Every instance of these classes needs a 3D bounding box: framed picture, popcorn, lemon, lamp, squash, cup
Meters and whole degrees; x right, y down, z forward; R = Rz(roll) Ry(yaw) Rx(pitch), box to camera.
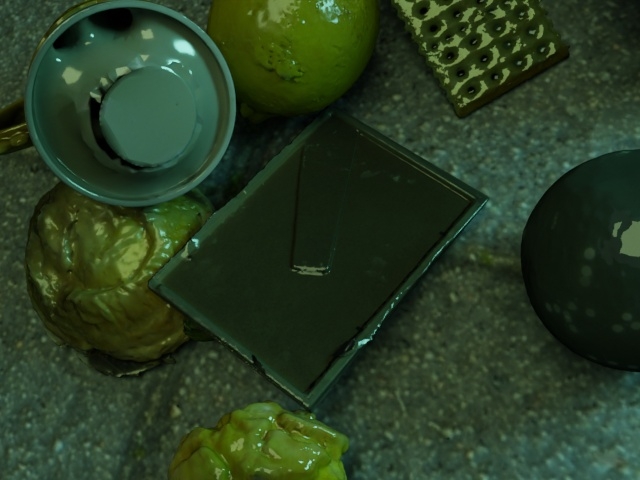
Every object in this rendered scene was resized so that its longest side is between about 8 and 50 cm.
[{"bbox_3d":[0.000,0.000,0.745,0.209,0.019,0.281,35,66,22],"label":"framed picture"},{"bbox_3d":[-0.045,0.209,0.662,0.167,0.152,0.148,32,110,0],"label":"popcorn"},{"bbox_3d":[-0.031,-0.213,0.792,0.173,0.173,0.206,32,102,22],"label":"lemon"},{"bbox_3d":[0.321,0.009,0.616,0.314,0.182,0.181,-6,69,10],"label":"lamp"},{"bbox_3d":[-0.055,0.040,0.762,0.183,0.052,0.052,-33,66,-12],"label":"squash"},{"bbox_3d":[-0.222,-0.144,0.765,0.241,0.185,0.226,-21,29,-10],"label":"cup"}]

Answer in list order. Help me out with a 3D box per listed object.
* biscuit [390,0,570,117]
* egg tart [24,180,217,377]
[{"bbox_3d":[0.143,-0.258,0.800,0.139,0.016,0.231,-30,89,3],"label":"biscuit"},{"bbox_3d":[-0.214,0.013,0.801,0.232,0.098,0.252,-27,70,7],"label":"egg tart"}]
